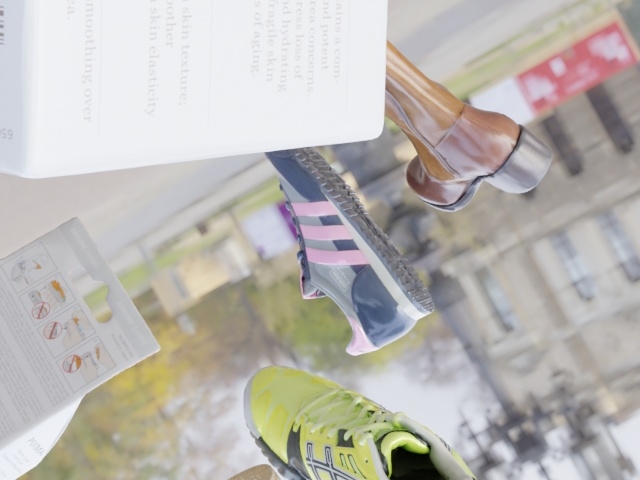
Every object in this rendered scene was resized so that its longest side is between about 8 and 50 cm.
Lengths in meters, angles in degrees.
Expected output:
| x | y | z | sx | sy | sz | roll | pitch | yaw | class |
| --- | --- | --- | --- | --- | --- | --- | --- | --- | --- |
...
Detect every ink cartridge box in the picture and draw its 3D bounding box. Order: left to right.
| x | y | z | sx | sy | sz | roll | pitch | yaw | class |
| --- | --- | --- | --- | --- | --- | --- | --- | --- | --- |
| -0.453 | 0.179 | 2.431 | 0.385 | 0.308 | 0.091 | -32 | 144 | -7 | ink cartridge box |

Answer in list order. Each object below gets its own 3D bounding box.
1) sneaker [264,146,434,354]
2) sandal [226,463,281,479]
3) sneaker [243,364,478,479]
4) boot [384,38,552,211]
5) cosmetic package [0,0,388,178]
| x | y | z | sx | sy | sz | roll | pitch | yaw | class |
| --- | --- | --- | --- | --- | --- | --- | --- | --- | --- |
| 0.000 | 0.000 | 2.050 | 0.131 | 0.319 | 0.112 | -42 | 161 | 17 | sneaker |
| -0.159 | 0.283 | 1.668 | 0.240 | 0.079 | 0.088 | -33 | -156 | 1 | sandal |
| 0.062 | 0.230 | 1.810 | 0.145 | 0.147 | 0.385 | -34 | -132 | -31 | sneaker |
| 0.081 | -0.138 | 1.815 | 0.096 | 0.280 | 0.264 | -61 | -161 | -7 | boot |
| -0.184 | -0.245 | 1.360 | 0.327 | 0.329 | 0.394 | 12 | -166 | 42 | cosmetic package |
